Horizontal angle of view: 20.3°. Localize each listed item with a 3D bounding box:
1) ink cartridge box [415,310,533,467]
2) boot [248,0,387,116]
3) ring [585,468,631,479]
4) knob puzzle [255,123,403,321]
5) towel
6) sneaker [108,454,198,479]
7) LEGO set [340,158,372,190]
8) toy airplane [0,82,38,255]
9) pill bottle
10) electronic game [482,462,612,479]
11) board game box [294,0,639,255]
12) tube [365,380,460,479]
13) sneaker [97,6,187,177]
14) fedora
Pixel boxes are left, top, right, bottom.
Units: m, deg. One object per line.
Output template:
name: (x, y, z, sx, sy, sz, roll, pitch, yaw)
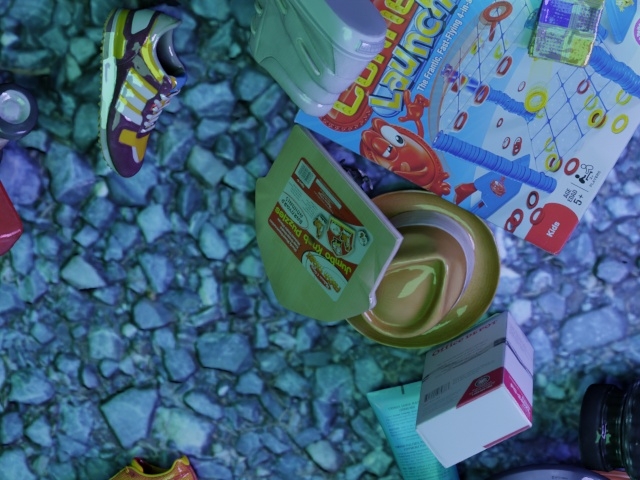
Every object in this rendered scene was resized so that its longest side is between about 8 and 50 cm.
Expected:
ink cartridge box: (0.165, 0.155, 1.884, 0.109, 0.150, 0.063, -30, 110, 21)
boot: (-0.045, -0.241, 1.729, 0.123, 0.095, 0.258, -51, 59, 34)
ring: (0.297, 0.407, 2.009, 0.336, 0.032, 0.336, 0, 115, 0)
knob puzzle: (0.000, 0.000, 1.875, 0.213, 0.030, 0.213, 20, 120, 40)
towel: (0.233, -0.205, 1.686, 0.060, 0.009, 0.083, 16, 116, 4)
sneaker: (-0.224, 0.288, 2.078, 0.175, 0.064, 0.067, -16, 90, 12)
LEGO set: (0.018, -0.066, 1.885, 0.083, 0.023, 0.054, 27, 115, 12)
toy airplane: (-0.509, -0.137, 1.792, 0.384, 0.272, 0.386, 15, 143, 27)
pill bottle: (0.387, 0.201, 1.868, 0.219, 0.123, 0.123, 2, 115, 25)
electronic game: (0.240, 0.333, 1.932, 0.229, 0.048, 0.229, 1, 122, 1)
board game box: (0.176, -0.186, 1.760, 0.302, 0.086, 0.308, 27, 116, -2)
tube: (0.120, 0.253, 1.995, 0.080, 0.052, 0.207, -16, 108, 9)
sneaker: (-0.181, -0.148, 1.855, 0.084, 0.069, 0.185, 8, 117, 13)
fedora: (0.095, 0.042, 1.884, 0.194, 0.079, 0.194, 4, 114, 8)
